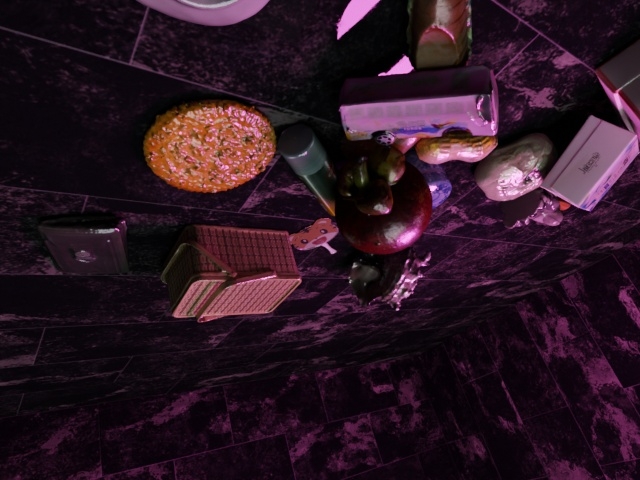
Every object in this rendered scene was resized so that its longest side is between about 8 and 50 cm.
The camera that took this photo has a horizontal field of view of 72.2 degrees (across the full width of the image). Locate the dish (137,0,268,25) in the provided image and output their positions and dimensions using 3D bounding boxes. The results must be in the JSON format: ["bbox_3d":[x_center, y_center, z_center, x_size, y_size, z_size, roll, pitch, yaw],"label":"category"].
[{"bbox_3d":[-0.132,-0.346,0.478,0.257,0.117,0.256,-14,154,-7],"label":"dish"}]

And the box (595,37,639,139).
[{"bbox_3d":[0.854,-0.312,0.941,0.314,0.299,0.312,-36,148,31],"label":"box"}]

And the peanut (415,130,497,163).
[{"bbox_3d":[0.316,-0.222,1.017,0.207,0.087,0.087,-9,152,-16],"label":"peanut"}]

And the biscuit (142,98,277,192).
[{"bbox_3d":[-0.207,-0.172,0.848,0.254,0.035,0.254,-15,153,-8],"label":"biscuit"}]

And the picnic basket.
[{"bbox_3d":[-0.241,0.095,1.172,0.313,0.175,0.228,4,146,-35],"label":"picnic basket"}]

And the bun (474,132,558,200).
[{"bbox_3d":[0.532,-0.186,1.190,0.222,0.108,0.221,-14,153,-7],"label":"bun"}]

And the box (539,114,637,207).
[{"bbox_3d":[0.718,-0.192,1.162,0.274,0.116,0.203,-1,125,-53],"label":"box"}]

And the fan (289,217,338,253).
[{"bbox_3d":[0.000,0.000,1.324,0.153,0.008,0.227,-27,151,16],"label":"fan"}]

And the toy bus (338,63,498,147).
[{"bbox_3d":[0.174,-0.238,0.784,0.274,0.090,0.112,1,157,19],"label":"toy bus"}]

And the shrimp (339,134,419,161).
[{"bbox_3d":[0.166,-0.245,0.915,0.294,0.062,0.154,-33,144,30],"label":"shrimp"}]

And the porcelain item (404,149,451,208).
[{"bbox_3d":[0.243,-0.139,1.097,0.147,0.114,0.147,-14,154,-7],"label":"porcelain item"}]

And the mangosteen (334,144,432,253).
[{"bbox_3d":[0.123,-0.094,0.916,0.215,0.215,0.257,-21,141,6],"label":"mangosteen"}]

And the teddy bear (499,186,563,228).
[{"bbox_3d":[0.706,-0.120,1.393,0.251,0.144,0.171,-5,136,-30],"label":"teddy bear"}]

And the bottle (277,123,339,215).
[{"bbox_3d":[-0.002,-0.145,0.971,0.082,0.082,0.286,-24,152,11],"label":"bottle"}]

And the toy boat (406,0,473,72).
[{"bbox_3d":[0.188,-0.348,0.699,0.109,0.099,0.293,3,159,18],"label":"toy boat"}]

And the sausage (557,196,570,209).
[{"bbox_3d":[0.845,-0.132,1.556,0.131,0.041,0.039,7,139,-40],"label":"sausage"}]

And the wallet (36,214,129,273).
[{"bbox_3d":[-0.531,0.024,1.008,0.169,0.052,0.245,-3,152,-21],"label":"wallet"}]

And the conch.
[{"bbox_3d":[0.226,0.125,1.454,0.313,0.240,0.186,-21,142,34],"label":"conch"}]
